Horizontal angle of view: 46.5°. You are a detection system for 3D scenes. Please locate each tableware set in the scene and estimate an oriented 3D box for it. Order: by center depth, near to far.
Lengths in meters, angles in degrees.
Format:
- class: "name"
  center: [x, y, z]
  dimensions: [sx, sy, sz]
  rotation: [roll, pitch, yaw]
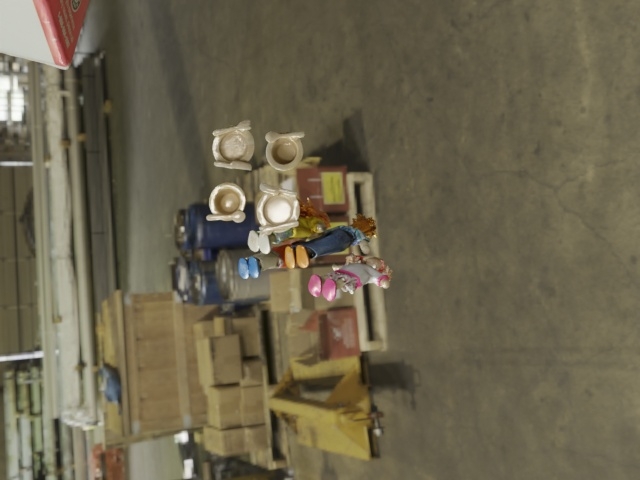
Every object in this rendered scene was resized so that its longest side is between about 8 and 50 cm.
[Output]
- class: "tableware set"
  center: [-0.093, -0.090, 1.065]
  dimensions: [0.020, 0.141, 0.169]
  rotation: [26, -112, -76]

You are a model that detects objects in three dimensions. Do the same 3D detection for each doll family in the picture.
- class: "doll family"
  center: [0.000, 0.000, 1.157]
  dimensions: [0.263, 0.163, 0.118]
  rotation: [13, 113, 42]

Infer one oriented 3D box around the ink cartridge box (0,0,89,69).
- class: "ink cartridge box"
  center: [-0.261, -0.393, 0.642]
  dimensions: [0.279, 0.160, 0.385]
  rotation: [126, 156, -73]
